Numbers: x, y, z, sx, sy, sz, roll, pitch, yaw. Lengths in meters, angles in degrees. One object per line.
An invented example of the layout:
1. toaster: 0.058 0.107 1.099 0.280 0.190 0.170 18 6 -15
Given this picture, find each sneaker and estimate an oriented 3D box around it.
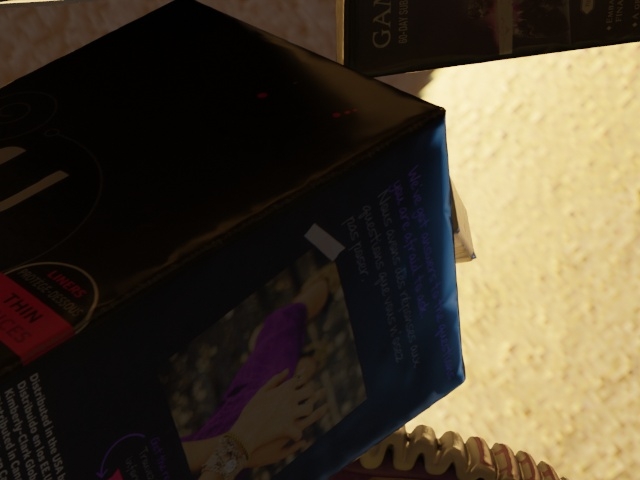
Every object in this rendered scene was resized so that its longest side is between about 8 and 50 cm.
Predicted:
1. sneaker: 0.074 0.188 1.392 0.236 0.095 0.105 16 -83 5

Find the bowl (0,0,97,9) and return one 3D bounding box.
1. bowl: -0.159 -0.217 0.803 0.163 0.311 0.311 -39 -43 -41

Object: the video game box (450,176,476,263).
1. video game box: 0.000 0.000 1.353 0.205 0.048 0.187 -9 -10 6

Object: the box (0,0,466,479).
1. box: -0.094 0.035 0.764 0.270 0.165 0.143 -32 -48 -32

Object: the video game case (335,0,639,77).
1. video game case: 0.143 -0.191 1.066 0.274 0.026 0.196 -8 -52 -10
